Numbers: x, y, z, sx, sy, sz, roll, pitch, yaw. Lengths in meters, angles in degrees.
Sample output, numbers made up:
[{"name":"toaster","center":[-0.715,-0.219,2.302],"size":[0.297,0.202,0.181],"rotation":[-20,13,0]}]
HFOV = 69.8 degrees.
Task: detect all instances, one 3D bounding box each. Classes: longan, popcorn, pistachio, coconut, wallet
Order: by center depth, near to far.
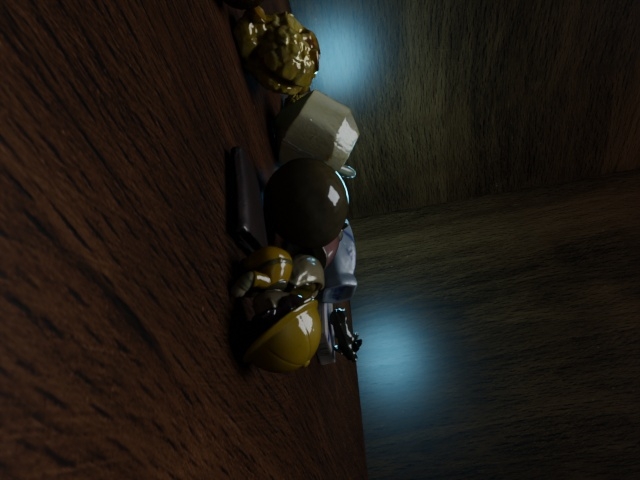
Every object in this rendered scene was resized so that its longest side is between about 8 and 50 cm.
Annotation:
[{"name":"wallet","center":[-0.169,-0.086,1.070],"size":[0.182,0.049,0.228],"rotation":[65,15,-65]},{"name":"longan","center":[-0.044,-0.106,1.317],"size":[0.258,0.259,0.257],"rotation":[-10,90,-83]},{"name":"pistachio","center":[-0.062,0.109,1.329],"size":[0.137,0.153,0.238],"rotation":[-60,180,14]},{"name":"popcorn","center":[-0.135,-0.578,1.419],"size":[0.332,0.225,0.264],"rotation":[15,51,-59]},{"name":"coconut","center":[-0.027,-0.387,1.673],"size":[0.323,0.324,0.322],"rotation":[-10,90,-83]}]

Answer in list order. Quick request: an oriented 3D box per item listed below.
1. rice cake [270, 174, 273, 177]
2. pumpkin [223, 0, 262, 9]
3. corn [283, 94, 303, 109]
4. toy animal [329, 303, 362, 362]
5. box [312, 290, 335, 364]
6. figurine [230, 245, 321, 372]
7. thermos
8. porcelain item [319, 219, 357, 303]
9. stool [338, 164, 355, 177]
[{"name":"rice cake","center":[-0.131,-0.128,1.492],"size":[0.042,0.031,0.179],"rotation":[-23,103,-77]},{"name":"pumpkin","center":[-0.217,-0.713,1.162],"size":[0.219,0.163,0.218],"rotation":[14,90,-73]},{"name":"corn","center":[-0.115,-0.546,1.958],"size":[0.319,0.097,0.096],"rotation":[-89,167,-50]},{"name":"toy animal","center":[0.092,0.377,1.812],"size":[0.244,0.115,0.146],"rotation":[59,1,-2]},{"name":"box","center":[0.007,0.301,1.865],"size":[0.343,0.065,0.200],"rotation":[-91,169,-50]},{"name":"figurine","center":[-0.087,0.139,0.939],"size":[0.192,0.167,0.256],"rotation":[22,55,-66]},{"name":"thermos","center":[0.000,0.000,1.575],"size":[0.265,0.146,0.176],"rotation":[-44,145,-60]},{"name":"porcelain item","center":[0.032,0.036,1.830],"size":[0.242,0.179,0.404],"rotation":[102,-18,-57]},{"name":"stool","center":[0.009,-0.265,1.927],"size":[0.199,0.195,0.195],"rotation":[27,88,-53]}]
